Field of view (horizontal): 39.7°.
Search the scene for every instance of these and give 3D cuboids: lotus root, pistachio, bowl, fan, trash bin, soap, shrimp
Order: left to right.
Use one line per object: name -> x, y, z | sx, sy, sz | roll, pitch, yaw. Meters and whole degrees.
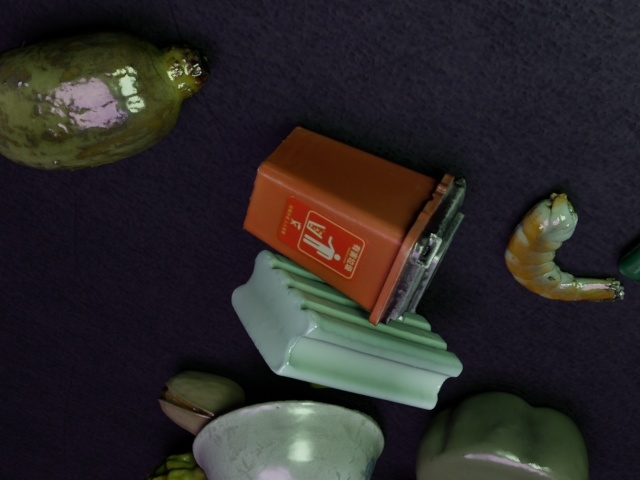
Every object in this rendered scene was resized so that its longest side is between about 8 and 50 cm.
lotus root -> -0.285, -0.178, 1.079 | 0.309, 0.173, 0.173 | -8, 125, 17
pistachio -> -0.190, 0.268, 1.437 | 0.149, 0.113, 0.113 | 15, 132, 2
bowl -> -0.046, 0.388, 1.392 | 0.314, 0.146, 0.313 | -3, 140, -3
soap -> 0.035, 0.118, 1.120 | 0.265, 0.160, 0.087 | 21, 110, -39
trash bin -> 0.044, -0.034, 1.077 | 0.239, 0.184, 0.161 | 29, 133, 10
shrimp -> 0.315, 0.021, 1.095 | 0.166, 0.049, 0.161 | 22, 135, 0
fan -> 0.410, -0.005, 1.043 | 0.082, 0.039, 0.155 | 33, 133, -9

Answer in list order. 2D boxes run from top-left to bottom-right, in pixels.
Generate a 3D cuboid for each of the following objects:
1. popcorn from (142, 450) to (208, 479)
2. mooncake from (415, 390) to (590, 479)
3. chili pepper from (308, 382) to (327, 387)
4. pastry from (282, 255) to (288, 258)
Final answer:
popcorn -> -0.204, 0.500, 1.595 | 0.225, 0.173, 0.285 | 1, 129, 10
mooncake -> 0.273, 0.342, 1.318 | 0.275, 0.135, 0.275 | 11, 134, 12
chili pepper -> 0.070, 0.186, 1.316 | 0.202, 0.050, 0.051 | -19, 103, 29
pastry -> -0.005, 0.071, 1.243 | 0.140, 0.056, 0.080 | 30, 120, -3
